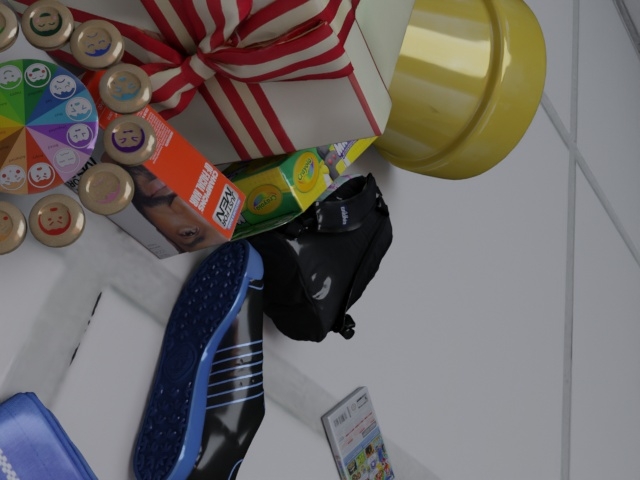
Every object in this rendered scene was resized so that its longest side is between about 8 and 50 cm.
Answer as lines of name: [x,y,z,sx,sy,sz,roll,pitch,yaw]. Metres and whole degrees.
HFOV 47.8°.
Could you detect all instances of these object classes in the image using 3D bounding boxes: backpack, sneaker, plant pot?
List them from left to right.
sneaker: [-0.087,0.115,0.640,0.090,0.081,0.232,41,55,-41]
backpack: [0.000,0.000,0.759,0.182,0.115,0.152,-50,133,-45]
plant pot: [0.098,-0.212,0.879,0.239,0.254,0.254,6,73,-35]

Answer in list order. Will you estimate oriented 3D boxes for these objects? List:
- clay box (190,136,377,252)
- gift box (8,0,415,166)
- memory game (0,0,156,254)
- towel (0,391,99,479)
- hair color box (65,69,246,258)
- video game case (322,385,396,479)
clay box: [-0.039,-0.070,0.721,0.053,0.127,0.222,63,37,-16]
gift box: [-0.085,-0.225,0.616,0.276,0.255,0.258,53,40,-37]
memory game: [-0.205,-0.080,0.494,0.012,0.186,0.186,121,-38,-78]
towel: [-0.232,0.278,0.419,0.336,0.040,0.243,-44,112,-50]
hair color box: [-0.153,-0.057,0.595,0.167,0.093,0.053,43,48,-36]
video game case: [0.046,0.240,0.825,0.087,0.011,0.122,-24,97,-54]
